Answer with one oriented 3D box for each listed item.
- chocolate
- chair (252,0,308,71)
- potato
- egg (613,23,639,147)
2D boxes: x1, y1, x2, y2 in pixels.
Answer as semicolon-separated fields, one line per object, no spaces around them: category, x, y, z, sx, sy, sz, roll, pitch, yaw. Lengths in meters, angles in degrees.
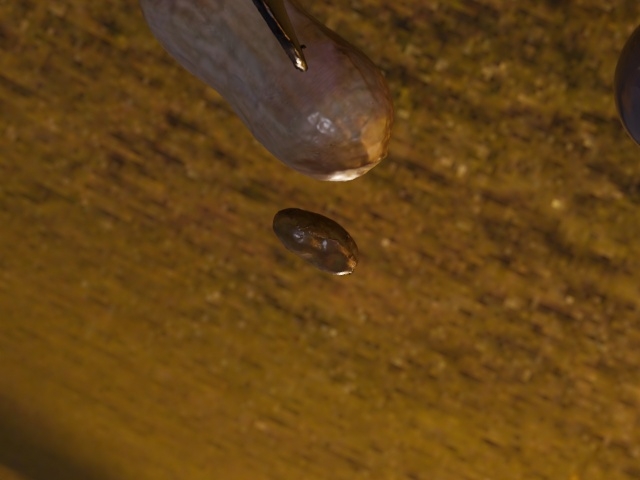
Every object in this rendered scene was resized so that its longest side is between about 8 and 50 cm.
chocolate;-0.053;-0.174;1.492;0.309;0.134;0.134;45;175;23
chair;0.088;-0.319;1.198;0.226;0.401;0.226;57;-177;-4
potato;0.000;0.000;1.465;0.092;0.045;0.046;35;124;-27
egg;0.345;-0.149;1.551;0.146;0.199;0.146;9;123;14
